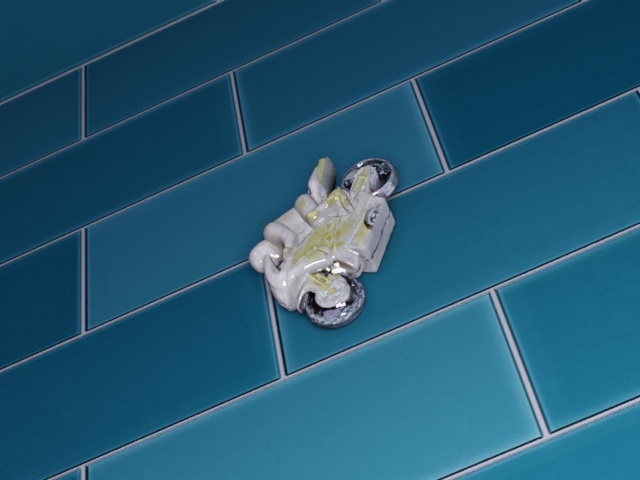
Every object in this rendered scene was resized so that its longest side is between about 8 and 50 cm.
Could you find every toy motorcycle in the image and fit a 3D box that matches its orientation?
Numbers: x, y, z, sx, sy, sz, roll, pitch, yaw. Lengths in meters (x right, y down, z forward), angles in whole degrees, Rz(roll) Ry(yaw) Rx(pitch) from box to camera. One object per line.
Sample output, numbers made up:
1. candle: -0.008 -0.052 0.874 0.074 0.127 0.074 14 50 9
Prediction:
1. toy motorcycle: 0.000 0.000 2.487 0.223 0.108 0.340 -1 48 27
